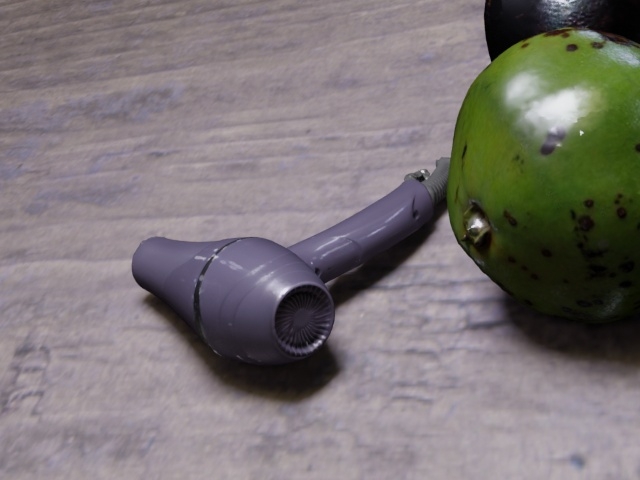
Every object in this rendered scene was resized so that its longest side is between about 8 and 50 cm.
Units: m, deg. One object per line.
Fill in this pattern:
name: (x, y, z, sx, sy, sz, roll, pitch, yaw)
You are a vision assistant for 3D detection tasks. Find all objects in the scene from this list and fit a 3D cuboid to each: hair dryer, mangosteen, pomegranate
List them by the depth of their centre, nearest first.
pomegranate: (0.239, -0.063, 1.065, 0.270, 0.254, 0.254, -31, 33, -10)
hair dryer: (0.000, 0.000, 1.269, 0.361, 0.121, 0.301, -26, 23, -27)
mangosteen: (0.296, -0.214, 1.290, 0.243, 0.243, 0.243, -15, 32, 10)
